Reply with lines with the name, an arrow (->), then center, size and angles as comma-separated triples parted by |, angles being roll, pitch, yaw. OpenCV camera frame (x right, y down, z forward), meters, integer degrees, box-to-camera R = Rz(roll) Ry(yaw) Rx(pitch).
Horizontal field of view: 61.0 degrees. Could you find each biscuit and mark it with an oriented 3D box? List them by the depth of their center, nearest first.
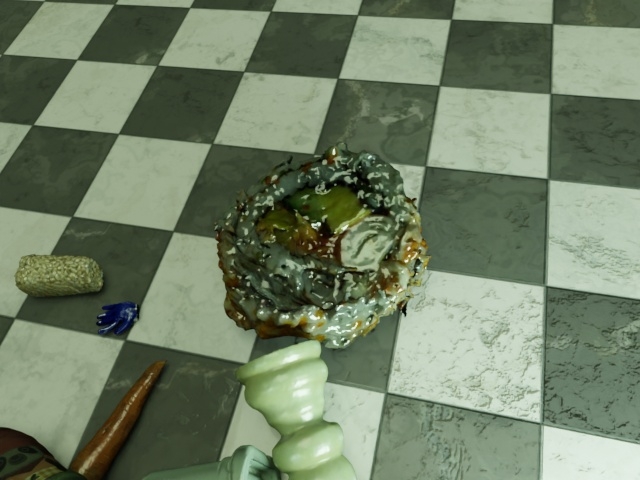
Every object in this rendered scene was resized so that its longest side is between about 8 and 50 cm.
biscuit -> -0.519, 0.071, 1.082 | 0.168, 0.082, 0.070 | -1, 60, 7

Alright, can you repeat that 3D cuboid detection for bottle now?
bottle -> -0.489, 0.372, 0.836 | 0.271, 0.156, 0.143 | 17, 67, 30

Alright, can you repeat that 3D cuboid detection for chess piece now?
chess piece -> -0.022, 0.295, 0.832 | 0.144, 0.144, 0.251 | -21, 72, -6

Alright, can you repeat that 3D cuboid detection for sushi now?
sushi -> 0.001, -0.004, 0.999 | 0.417, 0.176, 0.418 | -4, 57, 6

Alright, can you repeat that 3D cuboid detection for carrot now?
carrot -> -0.337, 0.298, 0.934 | 0.057, 0.057, 0.224 | 18, 59, 18

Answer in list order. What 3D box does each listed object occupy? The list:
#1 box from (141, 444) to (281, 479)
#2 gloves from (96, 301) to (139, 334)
box -> -0.160, 0.458, 0.742 | 0.182, 0.175, 0.312 | -9, 57, 12
gloves -> -0.392, 0.150, 1.047 | 0.086, 0.026, 0.064 | -10, 59, 1
